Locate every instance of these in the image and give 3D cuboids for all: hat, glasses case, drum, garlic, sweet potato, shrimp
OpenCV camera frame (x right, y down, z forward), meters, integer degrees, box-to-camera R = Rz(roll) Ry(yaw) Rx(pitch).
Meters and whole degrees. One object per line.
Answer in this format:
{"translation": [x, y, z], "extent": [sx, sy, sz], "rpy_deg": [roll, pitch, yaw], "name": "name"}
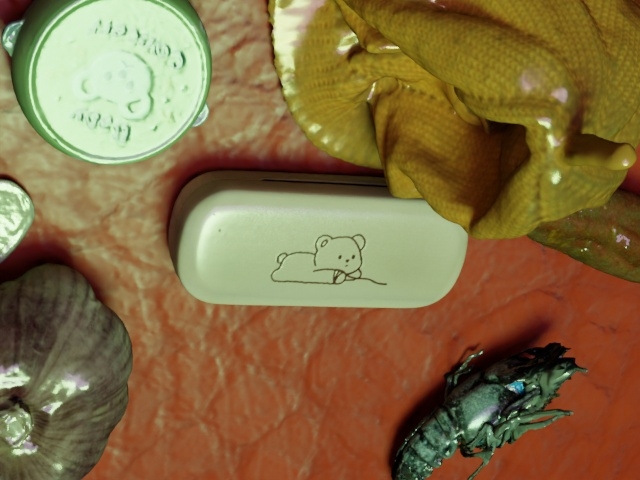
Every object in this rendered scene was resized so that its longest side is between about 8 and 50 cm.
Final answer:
{"translation": [0.115, -0.096, 0.813], "extent": [0.233, 0.233, 0.244], "rpy_deg": [-29, 122, -5], "name": "hat"}
{"translation": [0.000, 0.000, 0.926], "extent": [0.196, 0.050, 0.083], "rpy_deg": [1, 117, -20], "name": "glasses case"}
{"translation": [-0.106, -0.164, 0.809], "extent": [0.130, 0.049, 0.253], "rpy_deg": [6, 112, -22], "name": "drum"}
{"translation": [-0.188, 0.095, 0.876], "extent": [0.159, 0.102, 0.147], "rpy_deg": [-38, 123, 1], "name": "garlic"}
{"translation": [0.224, -0.003, 0.993], "extent": [0.255, 0.078, 0.058], "rpy_deg": [14, 69, -16], "name": "sweet potato"}
{"translation": [0.112, 0.132, 1.014], "extent": [0.174, 0.082, 0.076], "rpy_deg": [-45, 125, 14], "name": "shrimp"}

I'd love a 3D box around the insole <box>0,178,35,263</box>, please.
{"translation": [-0.258, 0.026, 0.871], "extent": [0.192, 0.010, 0.063], "rpy_deg": [-38, 121, 1], "name": "insole"}
